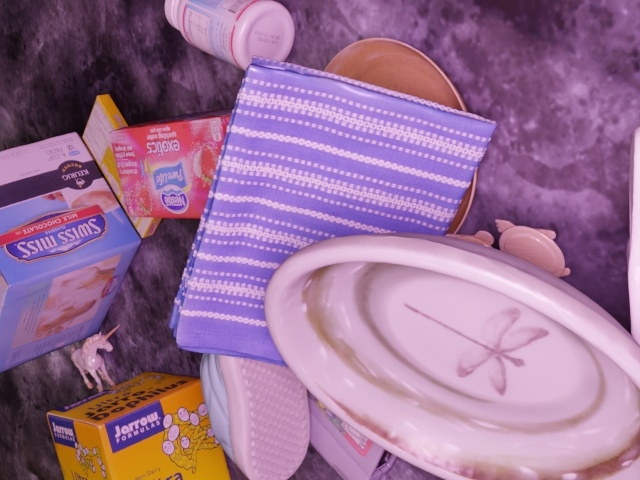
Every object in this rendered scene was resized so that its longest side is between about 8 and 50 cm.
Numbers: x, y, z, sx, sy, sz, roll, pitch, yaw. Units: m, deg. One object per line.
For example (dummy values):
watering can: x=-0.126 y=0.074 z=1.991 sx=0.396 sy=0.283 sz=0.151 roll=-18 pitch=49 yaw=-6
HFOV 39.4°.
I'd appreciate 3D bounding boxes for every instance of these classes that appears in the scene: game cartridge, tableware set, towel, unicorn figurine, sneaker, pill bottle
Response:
game cartridge: x=0.038 y=0.157 z=1.088 sx=0.196 sy=0.060 sz=0.294 roll=46 pitch=135 yaw=32
tableware set: x=0.193 y=0.046 z=0.851 sx=0.141 sy=0.020 sz=0.168 roll=-5 pitch=125 yaw=51
towel: x=0.000 y=0.000 z=0.885 sx=0.040 sy=0.243 sz=0.336 roll=-94 pitch=21 yaw=-55
unicorn figurine: x=-0.408 y=0.217 z=1.610 sx=0.162 sy=0.060 sz=0.111 roll=-8 pitch=112 yaw=39
sneaker: x=-0.096 y=0.121 z=1.085 sx=0.150 sy=0.135 sz=0.365 roll=27 pitch=120 yaw=43
sneaker: x=0.297 y=0.010 z=0.723 sx=0.094 sy=0.080 sz=0.212 roll=1 pitch=119 yaw=16
pill bottle: x=-0.112 y=-0.259 z=1.058 sx=0.160 sy=0.087 sz=0.087 roll=32 pitch=127 yaw=37

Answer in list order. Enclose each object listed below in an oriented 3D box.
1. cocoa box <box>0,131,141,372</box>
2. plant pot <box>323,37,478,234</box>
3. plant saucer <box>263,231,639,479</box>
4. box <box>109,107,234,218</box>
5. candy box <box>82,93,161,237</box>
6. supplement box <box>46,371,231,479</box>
cocoa box: x=-0.481 y=0.032 z=1.475 sx=0.228 sy=0.231 sz=0.347 roll=57 pitch=142 yaw=15
plant pot: x=0.078 y=-0.098 z=0.952 sx=0.236 sy=0.032 sz=0.236 roll=21 pitch=120 yaw=42
plant saucer: x=0.143 y=0.107 z=0.832 sx=0.401 sy=0.100 sz=0.400 roll=21 pitch=147 yaw=14
box: x=-0.139 y=-0.099 z=1.123 sx=0.257 sy=0.128 sz=0.122 roll=2 pitch=107 yaw=48
candy box: x=-0.301 y=-0.115 z=1.380 sx=0.206 sy=0.027 sz=0.105 roll=57 pitch=138 yaw=15
supplement box: x=-0.267 y=0.413 z=1.426 sx=0.195 sy=0.194 sz=0.356 roll=-5 pitch=101 yaw=50
